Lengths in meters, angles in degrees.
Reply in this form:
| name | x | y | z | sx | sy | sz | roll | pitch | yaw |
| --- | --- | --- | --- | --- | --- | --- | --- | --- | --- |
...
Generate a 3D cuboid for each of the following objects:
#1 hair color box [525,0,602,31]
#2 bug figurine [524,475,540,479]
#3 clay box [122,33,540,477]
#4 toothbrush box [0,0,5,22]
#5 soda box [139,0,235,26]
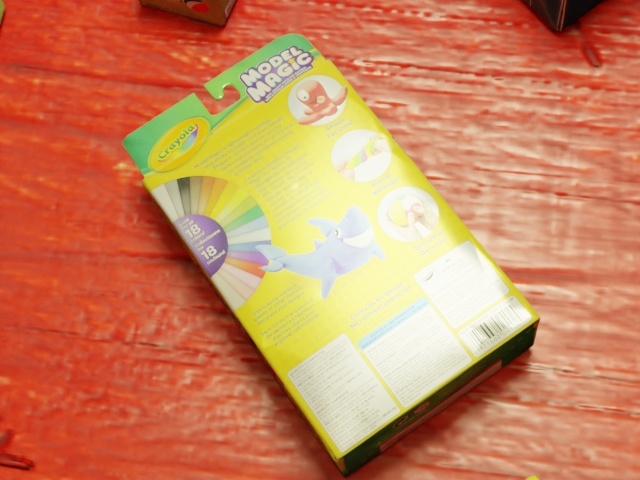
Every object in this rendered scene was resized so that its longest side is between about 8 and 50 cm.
| name | x | y | z | sx | sy | sz | roll | pitch | yaw |
| --- | --- | --- | --- | --- | --- | --- | --- | --- | --- |
| hair color box | 0.104 | -0.315 | 0.715 | 0.174 | 0.105 | 0.347 | -36 | 68 | -9 |
| bug figurine | 0.065 | 0.228 | 0.515 | 0.216 | 0.072 | 0.279 | -25 | 67 | -5 |
| clay box | 0.000 | 0.000 | 0.625 | 0.127 | 0.053 | 0.222 | -33 | 67 | -8 |
| toothbrush box | -0.327 | -0.056 | 0.645 | 0.206 | 0.122 | 0.283 | 7 | 70 | 9 |
| soda box | -0.059 | -0.230 | 0.722 | 0.061 | 0.058 | 0.181 | 17 | 70 | 12 |
